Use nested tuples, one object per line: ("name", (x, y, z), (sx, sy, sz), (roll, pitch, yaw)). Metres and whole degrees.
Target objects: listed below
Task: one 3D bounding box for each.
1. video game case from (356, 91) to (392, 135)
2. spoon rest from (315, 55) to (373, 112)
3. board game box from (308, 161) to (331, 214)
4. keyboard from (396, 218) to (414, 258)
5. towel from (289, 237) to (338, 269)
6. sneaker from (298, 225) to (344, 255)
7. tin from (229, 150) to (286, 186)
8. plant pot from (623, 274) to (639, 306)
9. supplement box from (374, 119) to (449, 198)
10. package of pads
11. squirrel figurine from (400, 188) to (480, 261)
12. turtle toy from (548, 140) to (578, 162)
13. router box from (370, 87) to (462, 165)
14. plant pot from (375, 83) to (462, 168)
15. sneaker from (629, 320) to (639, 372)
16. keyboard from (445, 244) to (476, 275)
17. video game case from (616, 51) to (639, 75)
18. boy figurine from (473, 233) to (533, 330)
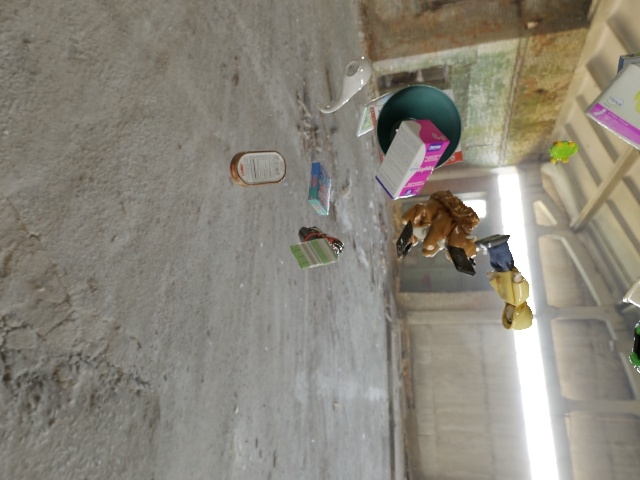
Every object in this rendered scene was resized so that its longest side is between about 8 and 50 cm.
("video game case", (0.284, -0.669, 2.363), (0.023, 0.193, 0.212), (49, -25, 20))
("spoon rest", (0.103, -0.628, 1.806), (0.084, 0.276, 0.137), (21, 31, -52))
("board game box", (-0.002, -0.253, 2.190), (0.160, 0.047, 0.210), (48, 43, -58))
("keyboard", (0.354, 0.000, 1.802), (0.192, 0.038, 0.100), (-52, 136, -46))
("towel", (-0.023, 0.048, 1.601), (0.113, 0.152, 0.023), (58, -33, 33))
("sneaker", (0.000, 0.000, 2.029), (0.276, 0.135, 0.097), (17, 112, -50))
("tin", (-0.183, -0.218, 1.338), (0.190, 0.040, 0.106), (-14, 98, -41))
("plant pot", (1.332, 0.195, 1.561), (0.305, 0.334, 0.334), (50, -12, 38))
("supplement box", (0.274, -0.246, 1.356), (0.114, 0.111, 0.220), (58, -35, 31))
("package of pads", (1.194, -0.492, 1.659), (0.101, 0.296, 0.229), (-29, 156, -57))
("squirrel figurine", (0.685, -0.071, 2.342), (0.397, 0.370, 0.281), (-44, 143, -17))
("turtle toy", (1.018, -0.380, 1.864), (0.066, 0.130, 0.095), (-96, -174, -52))
("router box", (0.399, -0.442, 1.856), (0.082, 0.335, 0.301), (-111, -173, -74))
("plant pot", (0.329, -0.383, 1.582), (0.195, 0.290, 0.290), (-96, -179, -84))
("sneaker", (1.038, 0.250, 1.328), (0.343, 0.146, 0.134), (-64, -158, -11))
("keyboard", (0.565, 0.080, 1.767), (0.180, 0.108, 0.023), (-89, -167, -58))
("video game case", (1.311, -0.613, 1.763), (0.061, 0.244, 0.269), (-72, 153, -49))
("boy figurine", (0.536, 0.123, 1.290), (0.177, 0.092, 0.285), (-163, -125, -81))
